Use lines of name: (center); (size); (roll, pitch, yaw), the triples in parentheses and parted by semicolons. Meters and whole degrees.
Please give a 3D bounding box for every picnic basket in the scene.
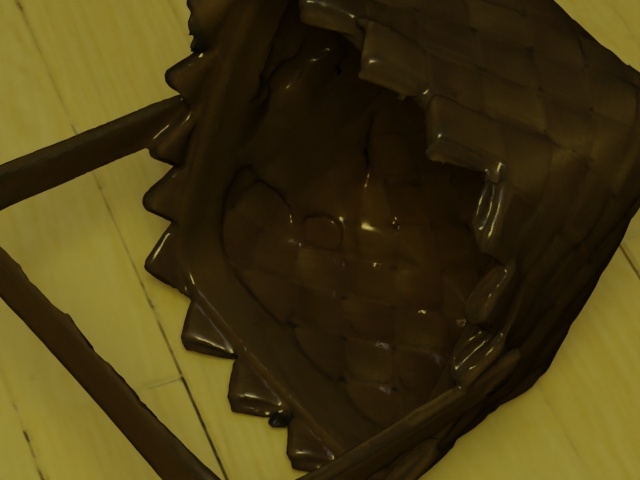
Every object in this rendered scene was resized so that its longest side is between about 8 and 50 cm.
picnic basket: (0.000, 0.000, 0.975); (0.321, 0.291, 0.254); (-27, 61, -33)
